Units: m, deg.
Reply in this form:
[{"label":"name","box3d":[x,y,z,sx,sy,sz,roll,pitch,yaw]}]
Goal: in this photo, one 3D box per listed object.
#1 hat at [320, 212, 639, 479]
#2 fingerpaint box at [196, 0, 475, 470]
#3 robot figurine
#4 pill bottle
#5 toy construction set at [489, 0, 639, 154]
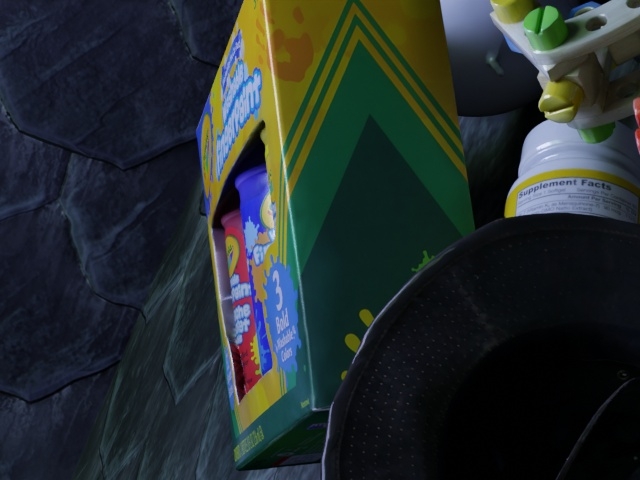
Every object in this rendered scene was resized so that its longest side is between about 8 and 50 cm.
[{"label":"hat","box3d":[0.175,0.145,1.008,0.134,0.331,0.331,53,-131,-62]},{"label":"fingerpaint box","box3d":[0.000,0.000,1.482,0.445,0.163,0.371,129,135,-73]},{"label":"robot figurine","box3d":[0.157,-0.267,1.588,0.300,0.199,0.353,123,162,-54]},{"label":"pill bottle","box3d":[0.197,0.012,1.242,0.119,0.119,0.208,-49,24,51]},{"label":"toy construction set","box3d":[0.233,-0.075,1.122,0.215,0.151,0.328,-16,55,19]}]
